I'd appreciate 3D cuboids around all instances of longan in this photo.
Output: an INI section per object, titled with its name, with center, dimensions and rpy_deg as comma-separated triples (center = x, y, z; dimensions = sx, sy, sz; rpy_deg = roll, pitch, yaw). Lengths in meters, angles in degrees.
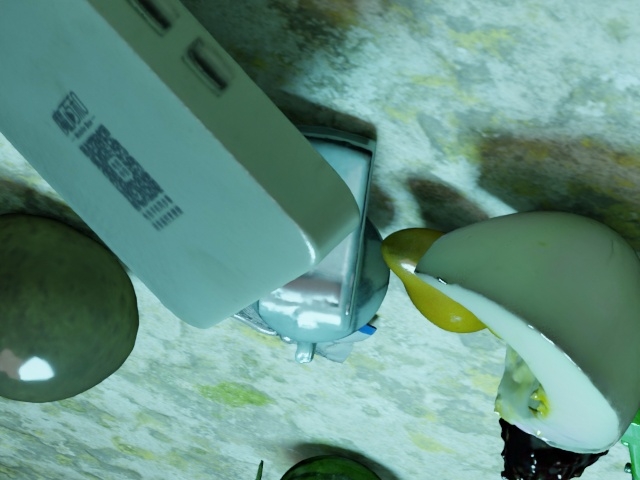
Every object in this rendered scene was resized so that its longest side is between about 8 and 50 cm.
[longan]
center = -0.337, 0.083, 2.023
dimensions = 0.215, 0.246, 0.246
rpy_deg = -20, 135, 37

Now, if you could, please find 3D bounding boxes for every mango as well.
[mango]
center = 0.126, 0.034, 1.682
dimensions = 0.102, 0.085, 0.184
rpy_deg = 9, 158, 32

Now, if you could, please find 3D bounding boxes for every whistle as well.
[whistle]
center = 0.000, 0.000, 1.688
dimensions = 0.163, 0.163, 0.290
rpy_deg = 15, 118, 13

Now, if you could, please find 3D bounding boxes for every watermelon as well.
[watermelon]
center = 0.002, 0.404, 2.441
dimensions = 0.214, 0.188, 0.188
rpy_deg = 15, 156, -2

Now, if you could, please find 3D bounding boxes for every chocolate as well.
[chocolate]
center = 0.269, 0.246, 1.964
dimensions = 0.156, 0.133, 0.156
rpy_deg = 20, 158, 8

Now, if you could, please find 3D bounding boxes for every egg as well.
[egg]
center = 0.232, 0.067, 1.569
dimensions = 0.206, 0.162, 0.271
rpy_deg = 14, 150, 49

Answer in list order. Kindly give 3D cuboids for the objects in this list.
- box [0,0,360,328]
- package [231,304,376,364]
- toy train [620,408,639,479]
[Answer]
[box]
center = -0.160, -0.100, 1.513
dimensions = 0.373, 0.090, 0.367
rpy_deg = 48, 154, -6
[package]
center = -0.029, 0.094, 2.016
dimensions = 0.171, 0.027, 0.173
rpy_deg = 27, 155, -5
[toy train]
center = 0.398, 0.242, 1.919
dimensions = 0.119, 0.085, 0.251
rpy_deg = 17, 154, 23
